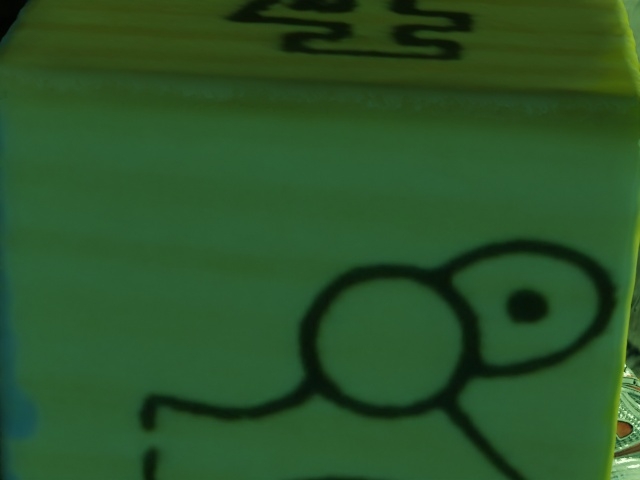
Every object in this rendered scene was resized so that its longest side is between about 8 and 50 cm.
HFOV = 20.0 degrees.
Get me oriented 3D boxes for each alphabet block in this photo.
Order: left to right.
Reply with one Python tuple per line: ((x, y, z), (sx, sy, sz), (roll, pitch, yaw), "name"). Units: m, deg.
((0.000, 0.000, 0.634), (0.193, 0.197, 0.192), (-84, 177, -62), "alphabet block")

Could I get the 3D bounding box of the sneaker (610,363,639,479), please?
((0.128, 0.103, 1.022), (0.225, 0.088, 0.093), (15, 77, -53), "sneaker")
